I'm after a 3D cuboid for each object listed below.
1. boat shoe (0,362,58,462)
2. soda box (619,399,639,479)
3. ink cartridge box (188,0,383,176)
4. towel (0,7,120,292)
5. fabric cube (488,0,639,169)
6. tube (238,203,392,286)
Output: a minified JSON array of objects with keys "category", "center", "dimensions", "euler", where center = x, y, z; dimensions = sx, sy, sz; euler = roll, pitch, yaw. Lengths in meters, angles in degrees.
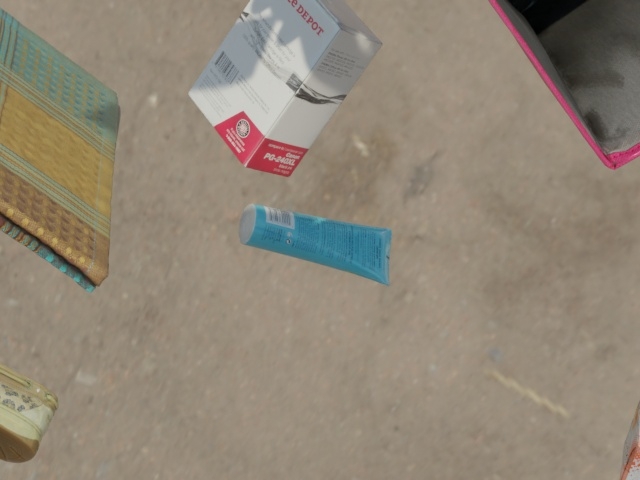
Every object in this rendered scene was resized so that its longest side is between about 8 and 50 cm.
[{"category":"boat shoe","center":[-0.432,0.144,1.620],"dimensions":[0.285,0.105,0.089],"euler":[39,49,-18]},{"category":"soda box","center":[0.318,0.176,1.060],"dimensions":[0.183,0.058,0.063],"euler":[16,37,7]},{"category":"ink cartridge box","center":[-0.031,-0.148,1.224],"dimensions":[0.063,0.150,0.109],"euler":[13,32,-47]},{"category":"towel","center":[-0.299,-0.122,1.308],"dimensions":[0.271,0.040,0.370],"euler":[37,20,-24]},{"category":"fabric cube","center":[0.209,-0.260,0.976],"dimensions":[0.254,0.259,0.258],"euler":[49,14,-30]},{"category":"tube","center":[0.000,0.000,1.812],"dimensions":[0.207,0.052,0.080],"euler":[13,70,-23]}]
